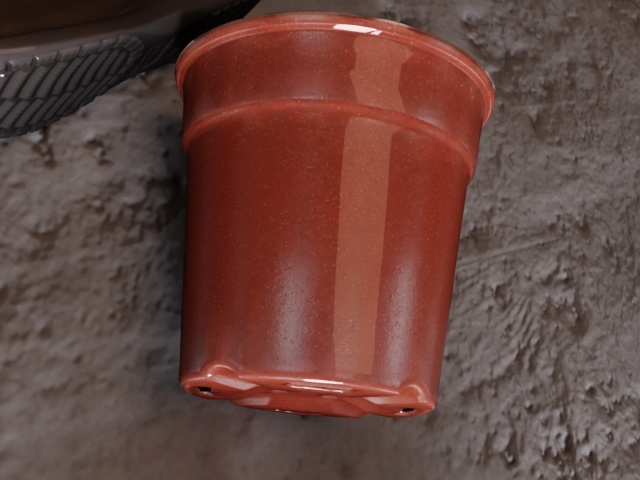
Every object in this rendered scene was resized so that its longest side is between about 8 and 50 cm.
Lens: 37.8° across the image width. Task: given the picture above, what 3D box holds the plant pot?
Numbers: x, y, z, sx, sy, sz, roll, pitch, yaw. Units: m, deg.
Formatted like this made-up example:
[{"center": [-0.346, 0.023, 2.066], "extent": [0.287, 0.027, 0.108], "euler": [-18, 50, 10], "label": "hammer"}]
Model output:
[{"center": [0.000, 0.000, 0.760], "extent": [0.272, 0.272, 0.265], "euler": [17, 69, -32], "label": "plant pot"}]

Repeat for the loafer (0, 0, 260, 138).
[{"center": [-0.198, -0.193, 0.772], "extent": [0.130, 0.134, 0.366], "euler": [54, 38, -1], "label": "loafer"}]
